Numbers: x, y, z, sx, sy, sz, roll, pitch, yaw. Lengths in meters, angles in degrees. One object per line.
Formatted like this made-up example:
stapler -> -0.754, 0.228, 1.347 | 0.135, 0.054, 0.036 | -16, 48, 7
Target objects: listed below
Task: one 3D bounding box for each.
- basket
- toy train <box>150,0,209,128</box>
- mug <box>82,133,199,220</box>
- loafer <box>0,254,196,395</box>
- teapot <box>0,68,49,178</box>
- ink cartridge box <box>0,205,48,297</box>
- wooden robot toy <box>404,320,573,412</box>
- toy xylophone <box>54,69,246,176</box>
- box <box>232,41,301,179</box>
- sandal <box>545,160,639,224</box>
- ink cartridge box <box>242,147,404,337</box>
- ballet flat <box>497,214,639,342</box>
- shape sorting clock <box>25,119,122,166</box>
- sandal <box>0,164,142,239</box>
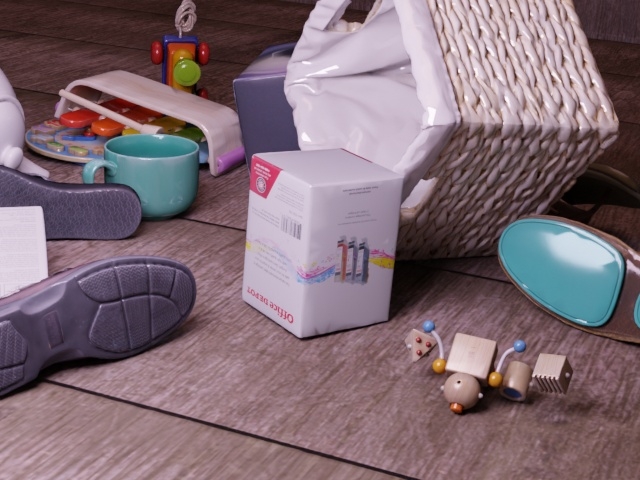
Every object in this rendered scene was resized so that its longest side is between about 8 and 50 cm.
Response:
basket -> 0.146, -0.180, 1.445 | 0.266, 0.328, 0.331 | -1, 60, -24
toy train -> -0.243, -0.321, 2.045 | 0.105, 0.248, 0.143 | -1, 25, -13
mug -> -0.247, -0.085, 1.599 | 0.157, 0.097, 0.129 | 0, 21, -9
loafer -> -0.265, 0.073, 1.155 | 0.095, 0.109, 0.302 | 16, 26, 42
teapot -> -0.484, -0.143, 1.540 | 0.187, 0.252, 0.256 | 24, 38, 14
ink cartridge box -> -0.404, 0.048, 1.306 | 0.189, 0.066, 0.232 | -2, 41, -15
wooden robot toy -> 0.152, 0.140, 1.128 | 0.173, 0.076, 0.079 | 11, 56, 21
toy xylophone -> -0.282, -0.191, 1.837 | 0.322, 0.081, 0.236 | 24, 24, 24
box -> 0.044, -0.221, 1.832 | 0.296, 0.183, 0.294 | -6, 19, 10
sandal -> 0.332, -0.053, 1.639 | 0.302, 0.086, 0.120 | -1, -21, 43
ink cartridge box -> 0.000, 0.000, 1.292 | 0.127, 0.176, 0.128 | -7, 23, -34
ballet flat -> 0.364, 0.061, 1.307 | 0.342, 0.116, 0.124 | 20, 5, 38
shape sorting clock -> -0.377, -0.165, 1.886 | 0.206, 0.040, 0.206 | 3, 20, -1
sandal -> -0.360, -0.045, 1.490 | 0.254, 0.097, 0.054 | 9, 19, -17
